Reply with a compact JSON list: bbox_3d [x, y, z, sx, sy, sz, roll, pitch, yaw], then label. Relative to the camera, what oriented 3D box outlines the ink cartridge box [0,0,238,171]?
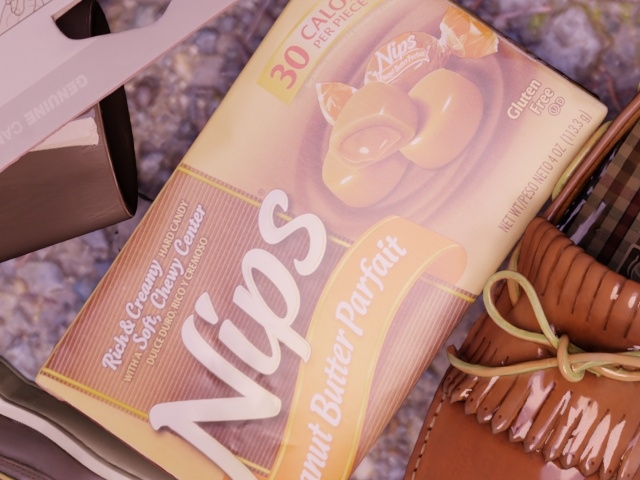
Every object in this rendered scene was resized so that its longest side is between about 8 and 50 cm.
[{"bbox_3d":[-0.163,-0.197,1.068,0.296,0.066,0.261,-37,88,-17],"label":"ink cartridge box"}]

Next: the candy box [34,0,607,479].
[{"bbox_3d":[0.000,0.000,1.134,0.183,0.087,0.316,35,99,0],"label":"candy box"}]

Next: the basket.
[{"bbox_3d":[-0.228,-0.058,1.119,0.227,0.154,0.204,-10,108,2],"label":"basket"}]

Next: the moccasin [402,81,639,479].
[{"bbox_3d":[0.158,0.036,1.041,0.139,0.147,0.380,35,82,21],"label":"moccasin"}]

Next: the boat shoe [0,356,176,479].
[{"bbox_3d":[-0.165,0.130,1.173,0.228,0.081,0.068,27,102,8],"label":"boat shoe"}]
